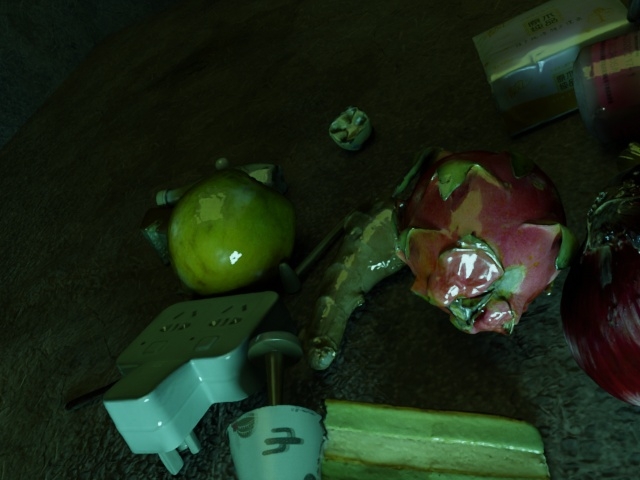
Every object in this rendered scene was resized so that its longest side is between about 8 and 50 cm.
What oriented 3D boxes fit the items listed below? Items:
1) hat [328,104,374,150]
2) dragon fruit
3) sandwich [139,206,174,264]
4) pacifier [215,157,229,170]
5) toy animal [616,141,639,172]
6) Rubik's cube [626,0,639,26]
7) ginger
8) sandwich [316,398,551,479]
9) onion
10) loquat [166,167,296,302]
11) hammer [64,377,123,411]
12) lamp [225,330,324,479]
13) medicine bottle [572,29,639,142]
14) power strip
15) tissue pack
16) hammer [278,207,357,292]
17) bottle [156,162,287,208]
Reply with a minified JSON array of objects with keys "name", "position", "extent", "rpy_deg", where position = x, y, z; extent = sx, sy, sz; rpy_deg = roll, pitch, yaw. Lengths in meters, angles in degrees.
[{"name":"hat","position":[0.061,-0.206,1.415],"extent":[0.077,0.059,0.076],"rpy_deg":[-41,48,-2]},{"name":"dragon fruit","position":[0.188,-0.005,0.890],"extent":[0.224,0.224,0.227],"rpy_deg":[-21,15,20]},{"name":"sandwich","position":[-0.273,-0.008,1.417],"extent":[0.244,0.090,0.088],"rpy_deg":[11,51,49]},{"name":"pacifier","position":[-0.190,-0.133,1.525],"extent":[0.099,0.078,0.081],"rpy_deg":[-13,17,31]},{"name":"toy animal","position":[0.449,-0.093,0.892],"extent":[0.155,0.219,0.095],"rpy_deg":[5,14,-7]},{"name":"Rubik's cube","position":[0.582,-0.433,1.001],"extent":[0.260,0.255,0.259],"rpy_deg":[16,52,18]},{"name":"ginger","position":[0.054,0.057,1.057],"extent":[0.131,0.086,0.294],"rpy_deg":[7,58,35]},{"name":"sandwich","position":[0.113,0.212,0.731],"extent":[0.187,0.144,0.117],"rpy_deg":[-22,36,19]},{"name":"onion","position":[0.367,0.049,0.692],"extent":[0.273,0.285,0.273],"rpy_deg":[-60,2,4]},{"name":"loquat","position":[-0.156,0.009,1.202],"extent":[0.246,0.213,0.213],"rpy_deg":[-57,35,-2]},{"name":"hammer","position":[-0.352,0.247,1.213],"extent":[0.178,0.021,0.065],"rpy_deg":[-24,34,17]},{"name":"lamp","position":[-0.053,0.213,0.892],"extent":[0.121,0.121,0.214],"rpy_deg":[-22,46,19]},{"name":"medicine bottle","position":[0.474,-0.222,0.987],"extent":[0.247,0.147,0.147],"rpy_deg":[-11,38,31]},{"name":"power strip","position":[-0.175,0.197,1.053],"extent":[0.229,0.141,0.261],"rpy_deg":[-10,25,31]},{"name":"tissue pack","position":[0.375,-0.293,1.186],"extent":[0.225,0.124,0.185],"rpy_deg":[-22,33,17]},{"name":"hammer","position":[0.000,0.000,1.199],"extent":[0.028,0.060,0.195],"rpy_deg":[21,55,34]},{"name":"bottle","position":[-0.199,-0.095,1.447],"extent":[0.270,0.083,0.083],"rpy_deg":[-8,39,21]}]
